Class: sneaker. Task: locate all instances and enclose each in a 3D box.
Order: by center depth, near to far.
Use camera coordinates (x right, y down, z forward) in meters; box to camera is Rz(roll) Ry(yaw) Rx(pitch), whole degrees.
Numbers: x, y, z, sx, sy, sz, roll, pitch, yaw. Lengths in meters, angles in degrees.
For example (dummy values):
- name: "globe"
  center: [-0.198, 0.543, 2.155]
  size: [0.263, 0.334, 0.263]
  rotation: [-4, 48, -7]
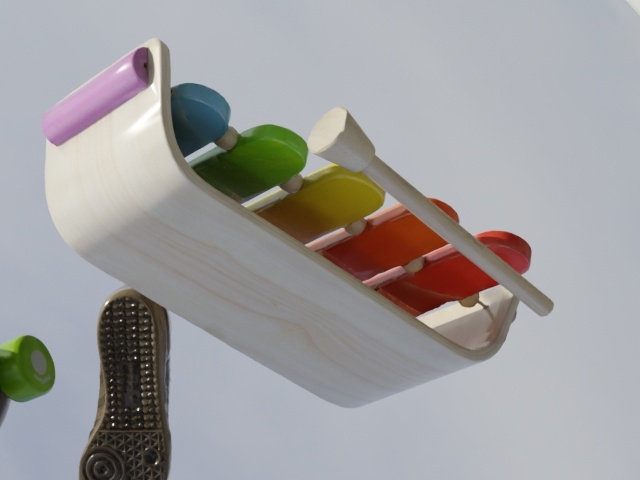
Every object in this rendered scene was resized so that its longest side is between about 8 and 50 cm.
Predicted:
- name: "sneaker"
  center: [-0.131, 0.121, 1.207]
  size: [0.066, 0.188, 0.071]
  rotation: [9, -167, 8]

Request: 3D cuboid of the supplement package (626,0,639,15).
- name: "supplement package"
  center: [0.277, -0.225, 0.900]
  size: [0.145, 0.262, 0.204]
  rotation: [-13, -128, -29]

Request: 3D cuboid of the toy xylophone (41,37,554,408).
- name: "toy xylophone"
  center: [0.000, 0.000, 0.982]
  size: [0.322, 0.236, 0.081]
  rotation: [39, -132, -36]

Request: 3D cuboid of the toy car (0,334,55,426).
- name: "toy car"
  center: [-0.305, 0.160, 1.282]
  size: [0.149, 0.155, 0.188]
  rotation: [43, -147, -44]
